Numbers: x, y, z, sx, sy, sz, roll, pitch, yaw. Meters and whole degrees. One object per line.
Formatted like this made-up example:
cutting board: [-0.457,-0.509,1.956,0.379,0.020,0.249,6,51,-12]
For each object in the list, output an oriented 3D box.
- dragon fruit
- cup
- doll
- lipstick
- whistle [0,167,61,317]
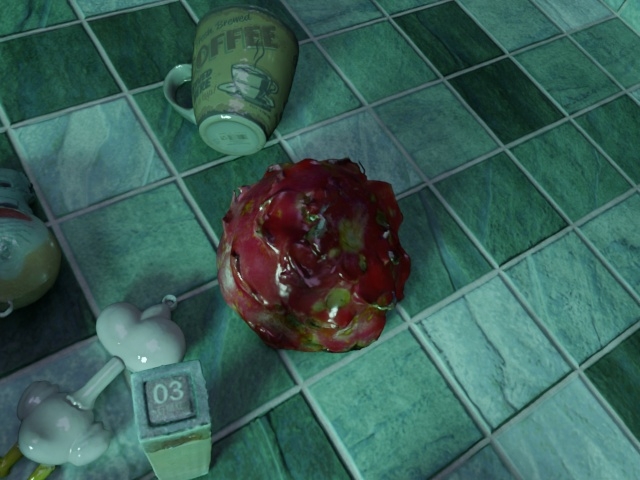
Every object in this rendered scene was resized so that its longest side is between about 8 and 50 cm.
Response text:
dragon fruit: [0.000,0.000,1.012,0.370,0.249,0.386,27,60,-2]
cup: [-0.207,-0.319,1.176,0.301,0.227,0.257,-3,61,19]
doll: [-0.350,0.225,0.880,0.160,0.094,0.365,33,59,11]
lipstick: [-0.188,0.255,0.733,0.079,0.371,0.076,-10,62,-18]
whistle: [-0.545,-0.021,0.945,0.189,0.189,0.348,-11,52,-18]
